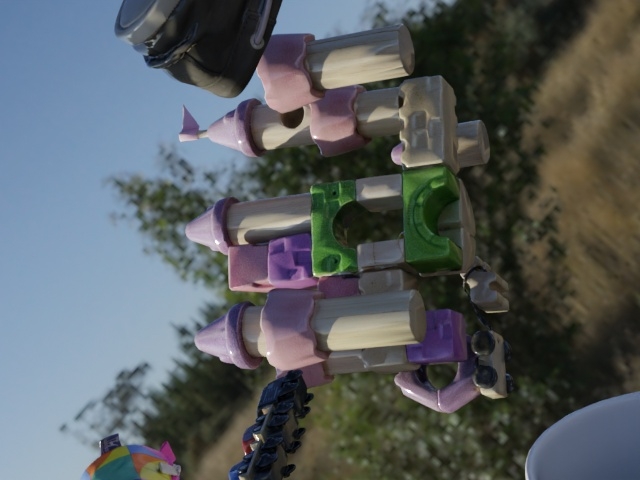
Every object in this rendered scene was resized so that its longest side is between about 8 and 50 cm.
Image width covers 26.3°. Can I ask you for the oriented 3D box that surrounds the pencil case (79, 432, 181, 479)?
[{"bbox_3d":[-0.138,0.264,1.179,0.104,0.104,0.236,-49,34,6],"label":"pencil case"}]

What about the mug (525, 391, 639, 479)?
[{"bbox_3d":[0.313,0.360,1.244,0.276,0.328,0.374,8,26,44],"label":"mug"}]

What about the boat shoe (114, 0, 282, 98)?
[{"bbox_3d":[-0.043,-0.254,1.004,0.112,0.095,0.335,-8,53,53],"label":"boat shoe"}]

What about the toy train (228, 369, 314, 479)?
[{"bbox_3d":[-0.031,0.119,0.836,0.036,0.027,0.158,-22,13,11],"label":"toy train"}]

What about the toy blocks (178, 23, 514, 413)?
[{"bbox_3d":[0.000,0.000,1.219,0.260,0.289,0.309,-8,-17,22],"label":"toy blocks"}]
